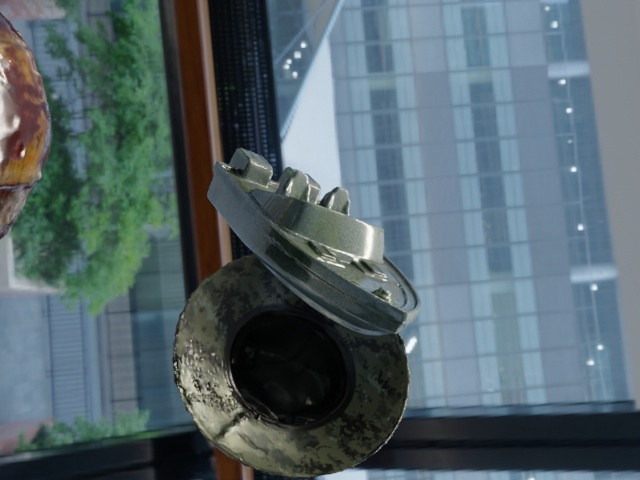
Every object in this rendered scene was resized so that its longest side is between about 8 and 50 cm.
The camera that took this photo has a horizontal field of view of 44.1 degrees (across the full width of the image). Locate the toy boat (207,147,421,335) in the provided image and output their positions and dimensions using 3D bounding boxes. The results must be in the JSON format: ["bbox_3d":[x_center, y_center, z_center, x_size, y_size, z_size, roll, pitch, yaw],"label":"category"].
[{"bbox_3d":[0.000,0.000,0.731,0.092,0.141,0.319,-63,-148,12],"label":"toy boat"}]

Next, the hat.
[{"bbox_3d":[-0.035,0.149,0.905,0.128,0.266,0.265,105,-20,-67],"label":"hat"}]

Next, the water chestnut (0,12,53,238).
[{"bbox_3d":[-0.360,-0.103,0.643,0.244,0.289,0.289,45,26,-41],"label":"water chestnut"}]
